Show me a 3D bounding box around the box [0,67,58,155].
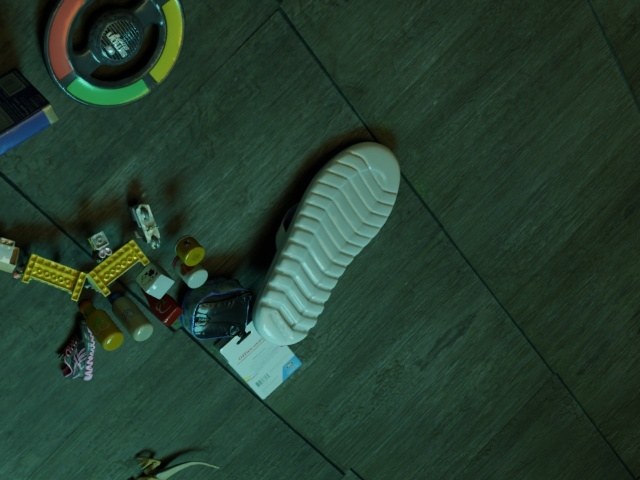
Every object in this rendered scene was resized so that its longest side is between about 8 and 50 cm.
[{"bbox_3d":[-0.494,-0.149,1.697,0.225,0.136,0.036,-33,133,-15],"label":"box"}]

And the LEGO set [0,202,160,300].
[{"bbox_3d":[-0.397,0.035,1.947,0.287,0.107,0.132,-16,92,-23],"label":"LEGO set"}]

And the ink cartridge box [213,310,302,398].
[{"bbox_3d":[-0.125,0.205,2.266,0.104,0.061,0.181,-42,135,-7],"label":"ink cartridge box"}]

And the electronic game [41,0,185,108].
[{"bbox_3d":[-0.305,-0.304,1.800,0.229,0.048,0.229,-20,129,-26],"label":"electronic game"}]

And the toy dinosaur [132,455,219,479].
[{"bbox_3d":[-0.310,0.449,2.302,0.212,0.064,0.112,-31,151,-5],"label":"toy dinosaur"}]

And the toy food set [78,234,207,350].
[{"bbox_3d":[-0.289,0.075,2.022,0.232,0.104,0.111,-49,146,5],"label":"toy food set"}]

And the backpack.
[{"bbox_3d":[-0.192,0.121,2.141,0.114,0.084,0.105,-8,118,-37],"label":"backpack"}]

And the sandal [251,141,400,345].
[{"bbox_3d":[-0.010,-0.009,2.188,0.169,0.102,0.416,40,77,-31],"label":"sandal"}]

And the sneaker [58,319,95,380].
[{"bbox_3d":[-0.415,0.189,2.052,0.057,0.047,0.119,-3,119,-23],"label":"sneaker"}]
